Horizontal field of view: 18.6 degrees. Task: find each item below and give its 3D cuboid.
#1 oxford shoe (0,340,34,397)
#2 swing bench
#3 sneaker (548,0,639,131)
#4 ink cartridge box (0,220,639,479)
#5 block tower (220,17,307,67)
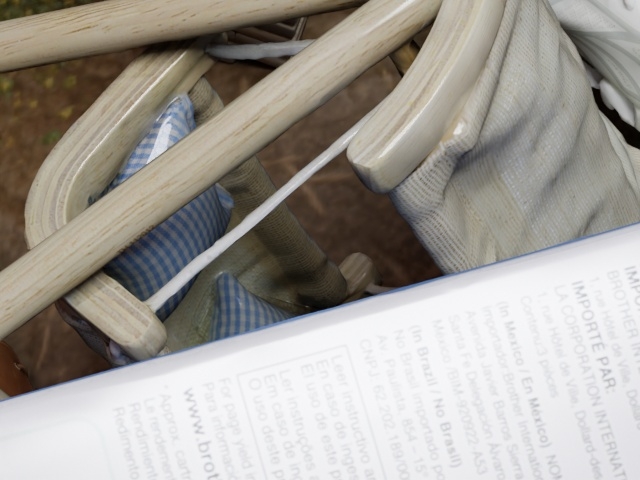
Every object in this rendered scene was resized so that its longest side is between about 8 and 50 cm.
[{"bbox_3d":[-0.162,0.076,0.919,0.076,0.076,0.212,2,54,-9],"label":"oxford shoe"},{"bbox_3d":[0.000,0.000,0.763,0.254,0.253,0.165,-23,54,11],"label":"swing bench"},{"bbox_3d":[0.125,-0.120,0.838,0.292,0.118,0.110,31,88,45],"label":"sneaker"},{"bbox_3d":[0.060,0.151,0.607,0.395,0.151,0.270,-16,79,-6],"label":"ink cartridge box"},{"bbox_3d":[-0.033,-0.173,0.845,0.091,0.335,0.097,19,77,0],"label":"block tower"}]
